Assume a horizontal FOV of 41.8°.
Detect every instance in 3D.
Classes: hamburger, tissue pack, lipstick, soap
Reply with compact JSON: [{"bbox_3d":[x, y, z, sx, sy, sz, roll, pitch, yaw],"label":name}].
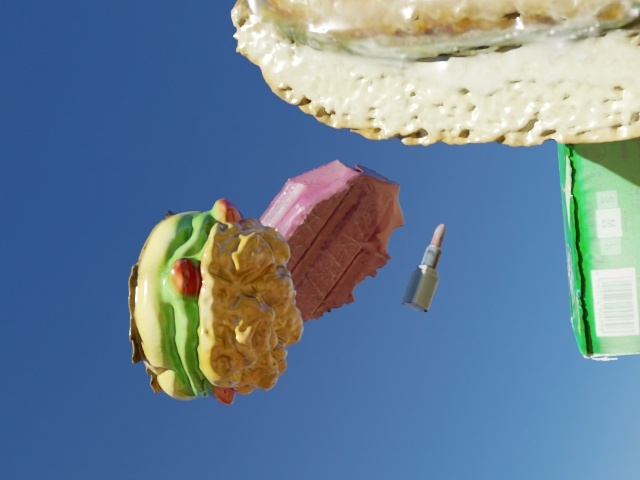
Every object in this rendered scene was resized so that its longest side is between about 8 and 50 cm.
[{"bbox_3d":[0.128,-0.160,0.479,0.209,0.330,0.162,-35,-58,-47],"label":"hamburger"},{"bbox_3d":[-0.104,0.070,0.956,0.237,0.149,0.237,-1,-90,-69],"label":"hamburger"},{"bbox_3d":[0.259,-0.036,0.643,0.156,0.148,0.209,-49,-49,-71],"label":"tissue pack"},{"bbox_3d":[0.125,0.029,0.971,0.025,0.025,0.107,29,-110,-24],"label":"lipstick"},{"bbox_3d":[0.000,0.000,1.479,0.220,0.127,0.325,31,-78,-33],"label":"soap"}]
